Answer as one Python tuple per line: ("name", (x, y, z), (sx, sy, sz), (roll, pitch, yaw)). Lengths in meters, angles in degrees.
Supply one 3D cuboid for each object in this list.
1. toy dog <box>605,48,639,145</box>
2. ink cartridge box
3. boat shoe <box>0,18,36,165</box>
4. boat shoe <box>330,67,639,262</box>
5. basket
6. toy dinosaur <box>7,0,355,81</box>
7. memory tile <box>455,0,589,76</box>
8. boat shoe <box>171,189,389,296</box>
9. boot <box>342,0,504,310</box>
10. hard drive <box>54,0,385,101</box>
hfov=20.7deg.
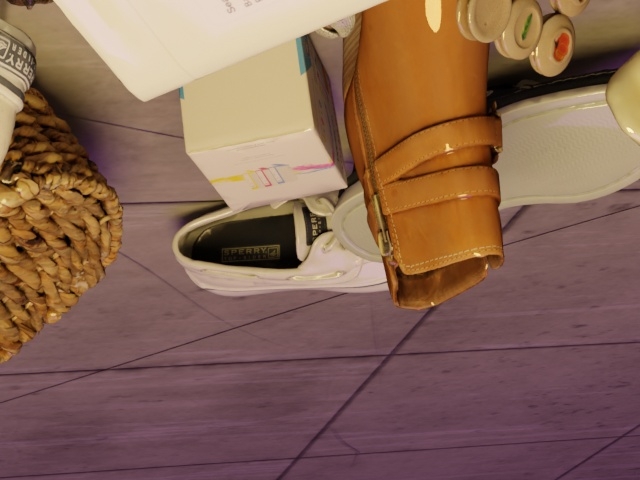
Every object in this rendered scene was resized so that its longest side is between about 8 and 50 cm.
("toy dog", (0.344, -0.111, 1.014), (0.395, 0.284, 0.408), (-41, -173, -18))
("ink cartridge box", (-0.039, -0.086, 1.236), (0.090, 0.092, 0.143), (-11, 162, 9))
("boat shoe", (-0.338, -0.062, 0.961), (0.367, 0.156, 0.136), (10, 168, 15))
("boat shoe", (0.137, -0.077, 1.339), (0.302, 0.091, 0.114), (-17, 131, 30))
("basket", (-0.285, -0.043, 1.223), (0.213, 0.223, 0.299), (-40, 167, -5))
("toy dinosaur", (-0.134, -0.175, 0.967), (0.313, 0.121, 0.160), (13, 137, -15))
("memory tile", (0.130, -0.173, 0.993), (0.012, 0.148, 0.113), (19, 180, 42))
("boat shoe", (0.000, 0.000, 1.487), (0.258, 0.095, 0.084), (-13, 164, 13))
("boot", (0.069, -0.094, 1.059), (0.109, 0.220, 0.283), (-1, 160, -16))
("hard drive", (0.006, -0.212, 0.803), (0.353, 0.047, 0.233), (-20, 133, 21))
